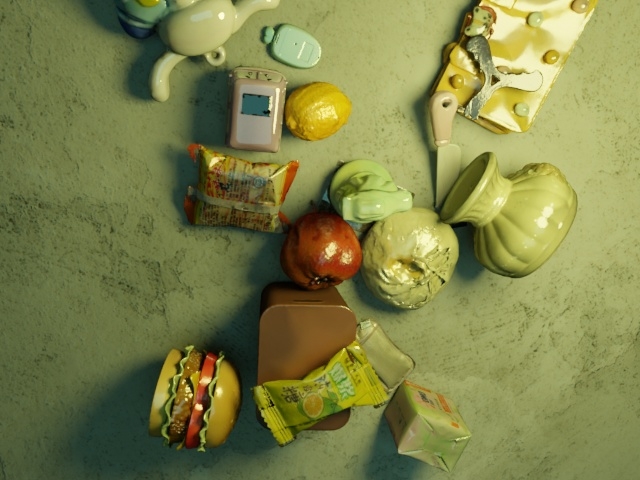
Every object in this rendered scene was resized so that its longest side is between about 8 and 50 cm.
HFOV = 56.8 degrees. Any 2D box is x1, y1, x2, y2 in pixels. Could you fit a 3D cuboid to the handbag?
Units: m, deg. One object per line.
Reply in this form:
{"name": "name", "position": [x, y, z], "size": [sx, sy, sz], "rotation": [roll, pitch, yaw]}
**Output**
{"name": "handbag", "position": [0.477, -0.489, 1.492], "size": [0.283, 0.133, 0.401], "rotation": [26, 102, -4]}

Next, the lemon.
{"name": "lemon", "position": [-0.005, -0.321, 1.462], "size": [0.187, 0.142, 0.142], "rotation": [-21, 107, -22]}

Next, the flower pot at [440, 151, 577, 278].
{"name": "flower pot", "position": [0.465, -0.081, 1.503], "size": [0.244, 0.307, 0.307], "rotation": [31, 99, -7]}

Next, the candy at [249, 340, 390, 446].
{"name": "candy", "position": [-0.001, 0.376, 1.432], "size": [0.297, 0.081, 0.187], "rotation": [-26, 104, 0]}

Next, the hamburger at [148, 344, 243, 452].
{"name": "hamburger", "position": [-0.310, 0.415, 1.544], "size": [0.212, 0.274, 0.274], "rotation": [13, 102, -3]}

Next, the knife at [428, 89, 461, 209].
{"name": "knife", "position": [0.328, -0.231, 1.547], "size": [0.081, 0.043, 0.336], "rotation": [-15, 126, -7]}

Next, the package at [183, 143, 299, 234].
{"name": "package", "position": [-0.198, -0.122, 1.496], "size": [0.288, 0.108, 0.223], "rotation": [4, 117, -11]}

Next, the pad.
{"name": "pad", "position": [0.124, -0.101, 1.604], "size": [0.235, 0.003, 0.158], "rotation": [22, 101, -12]}

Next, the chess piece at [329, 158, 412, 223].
{"name": "chess piece", "position": [0.120, -0.104, 1.448], "size": [0.176, 0.298, 0.175], "rotation": [-1, 104, -4]}

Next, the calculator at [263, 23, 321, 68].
{"name": "calculator", "position": [-0.070, -0.484, 1.474], "size": [0.153, 0.021, 0.095], "rotation": [21, 100, -15]}

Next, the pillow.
{"name": "pillow", "position": [0.168, 0.329, 1.701], "size": [0.131, 0.038, 0.232], "rotation": [-44, 106, 2]}

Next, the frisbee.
{"name": "frisbee", "position": [0.412, -0.383, 1.453], "size": [0.211, 0.012, 0.187], "rotation": [36, 103, -2]}

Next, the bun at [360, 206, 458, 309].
{"name": "bun", "position": [0.243, 0.052, 1.582], "size": [0.287, 0.146, 0.287], "rotation": [-2, 105, -7]}

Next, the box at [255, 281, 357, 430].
{"name": "box", "position": [-0.050, 0.292, 1.566], "size": [0.239, 0.229, 0.339], "rotation": [1, 104, -8]}

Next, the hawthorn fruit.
{"name": "hawthorn fruit", "position": [0.000, 0.000, 1.531], "size": [0.208, 0.207, 0.243], "rotation": [-2, 65, -6]}

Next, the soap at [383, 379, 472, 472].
{"name": "soap", "position": [0.300, 0.523, 1.684], "size": [0.182, 0.199, 0.138], "rotation": [24, 103, -11]}

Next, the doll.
{"name": "doll", "position": [-0.338, -0.561, 1.355], "size": [0.376, 0.187, 0.365], "rotation": [-43, 116, -7]}

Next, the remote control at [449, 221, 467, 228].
{"name": "remote control", "position": [0.362, -0.046, 1.641], "size": [0.091, 0.016, 0.034], "rotation": [-9, 101, -5]}

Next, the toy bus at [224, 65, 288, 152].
{"name": "toy bus", "position": [-0.158, -0.318, 1.442], "size": [0.142, 0.142, 0.202], "rotation": [5, 103, -8]}
